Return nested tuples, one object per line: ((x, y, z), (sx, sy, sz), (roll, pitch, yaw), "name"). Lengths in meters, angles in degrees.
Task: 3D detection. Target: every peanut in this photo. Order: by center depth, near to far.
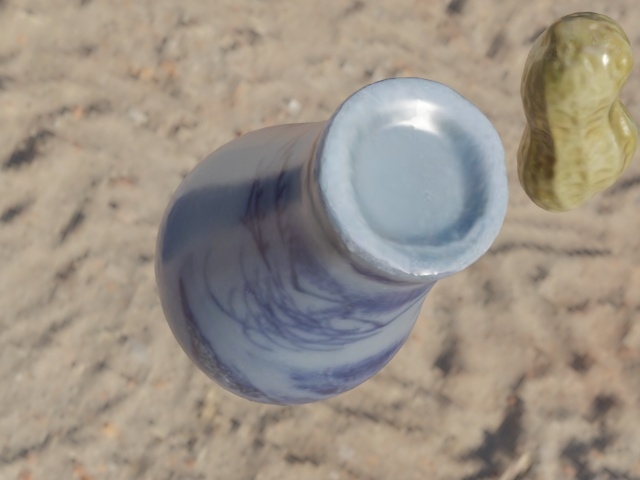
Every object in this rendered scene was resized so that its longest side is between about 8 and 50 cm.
((0.264, -0.128, 1.885), (0.125, 0.274, 0.111), (14, 57, 13), "peanut")

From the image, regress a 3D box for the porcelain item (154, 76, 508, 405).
((0.000, 0.000, 0.887), (0.141, 0.259, 0.141), (5, 74, -17), "porcelain item")
